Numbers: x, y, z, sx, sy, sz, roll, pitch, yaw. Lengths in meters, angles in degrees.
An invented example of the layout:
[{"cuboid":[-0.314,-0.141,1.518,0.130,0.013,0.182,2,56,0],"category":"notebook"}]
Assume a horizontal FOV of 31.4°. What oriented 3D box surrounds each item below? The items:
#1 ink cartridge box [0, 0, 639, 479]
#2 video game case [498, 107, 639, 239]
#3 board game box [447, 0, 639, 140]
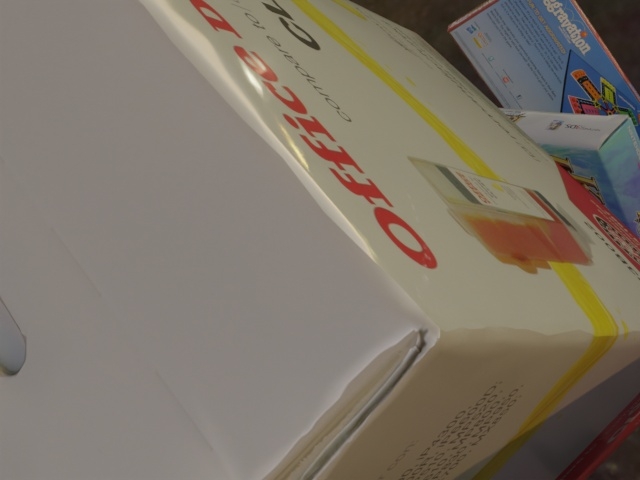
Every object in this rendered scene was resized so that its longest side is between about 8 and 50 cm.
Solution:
[{"cuboid":[0.000,0.000,0.532,0.160,0.279,0.385,-50,-25,18],"category":"ink cartridge box"},{"cuboid":[0.264,-0.019,1.237,0.061,0.269,0.244,-44,31,-24],"category":"video game case"},{"cuboid":[0.295,-0.190,1.405,0.145,0.281,0.027,-30,23,25],"category":"board game box"}]
